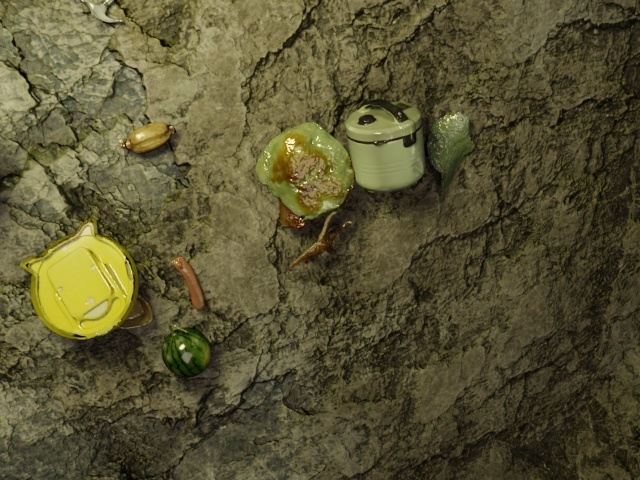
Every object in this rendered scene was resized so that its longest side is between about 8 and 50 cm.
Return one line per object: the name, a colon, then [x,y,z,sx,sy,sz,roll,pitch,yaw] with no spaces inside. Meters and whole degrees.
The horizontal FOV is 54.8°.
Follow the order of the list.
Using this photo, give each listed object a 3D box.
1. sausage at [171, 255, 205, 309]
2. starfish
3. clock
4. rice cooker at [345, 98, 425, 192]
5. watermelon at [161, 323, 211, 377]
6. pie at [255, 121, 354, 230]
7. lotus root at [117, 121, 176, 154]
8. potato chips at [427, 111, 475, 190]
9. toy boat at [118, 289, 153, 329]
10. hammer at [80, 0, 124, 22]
sausage: [-0.376,0.123,1.782,0.047,0.040,0.177,-19,117,-4]
starfish: [0.005,0.006,1.806,0.213,0.057,0.238,-32,162,-30]
clock: [-0.616,0.115,1.624,0.277,0.071,0.294,-27,81,0]
rice cooker: [0.182,-0.272,1.714,0.226,0.226,0.244,-22,123,-10]
watermelon: [-0.398,0.310,1.799,0.140,0.141,0.187,-26,115,-8]
pie: [-0.037,-0.182,1.722,0.257,0.105,0.275,-22,109,10]
lotus root: [-0.445,-0.262,1.585,0.151,0.063,0.072,-21,144,-17]
potato chips: [0.397,-0.265,1.886,0.167,0.059,0.228,-30,119,-16]
toy boat: [-0.559,0.180,1.731,0.188,0.061,0.116,27,99,-27]
hammer: [-0.446,-0.617,1.458,0.246,0.029,0.103,-45,118,1]
